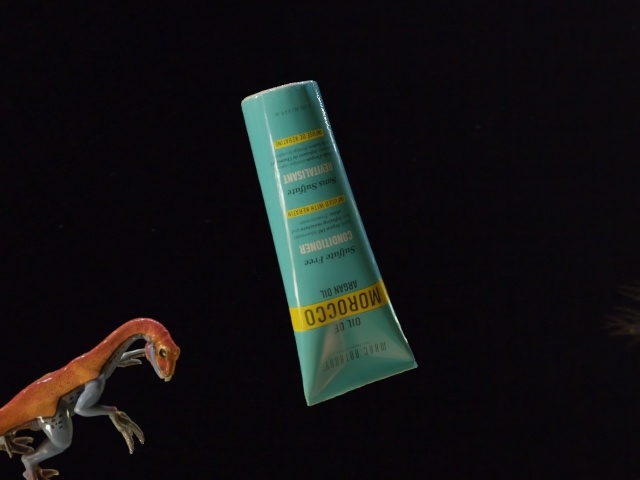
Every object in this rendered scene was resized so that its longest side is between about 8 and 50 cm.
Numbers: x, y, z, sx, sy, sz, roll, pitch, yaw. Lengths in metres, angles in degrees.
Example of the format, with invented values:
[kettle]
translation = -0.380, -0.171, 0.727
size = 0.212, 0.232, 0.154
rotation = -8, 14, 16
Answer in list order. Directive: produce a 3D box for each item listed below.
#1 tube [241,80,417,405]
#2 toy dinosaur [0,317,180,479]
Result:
[tube]
translation = 0.000, 0.000, 0.552
size = 0.080, 0.052, 0.207
rotation = -17, -86, -7
[toy dinosaur]
translation = -0.098, 0.063, 0.330
size = 0.090, 0.047, 0.082
rotation = 13, -63, -50
